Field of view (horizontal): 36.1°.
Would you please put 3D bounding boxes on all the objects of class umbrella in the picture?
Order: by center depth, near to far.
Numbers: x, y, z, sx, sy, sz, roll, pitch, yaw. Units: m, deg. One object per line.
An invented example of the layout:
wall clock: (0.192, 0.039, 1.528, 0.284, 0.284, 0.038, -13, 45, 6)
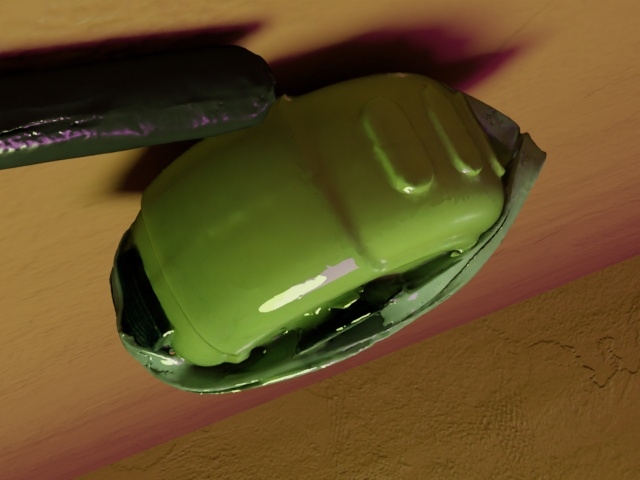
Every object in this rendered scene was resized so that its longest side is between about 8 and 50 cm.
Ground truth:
umbrella: (-0.076, -0.040, 0.313, 0.133, 0.031, 0.036, -13, 164, -31)

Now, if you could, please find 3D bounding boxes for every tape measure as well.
tape measure: (0.000, 0.000, 0.438, 0.200, 0.106, 0.175, -28, 170, 21)
